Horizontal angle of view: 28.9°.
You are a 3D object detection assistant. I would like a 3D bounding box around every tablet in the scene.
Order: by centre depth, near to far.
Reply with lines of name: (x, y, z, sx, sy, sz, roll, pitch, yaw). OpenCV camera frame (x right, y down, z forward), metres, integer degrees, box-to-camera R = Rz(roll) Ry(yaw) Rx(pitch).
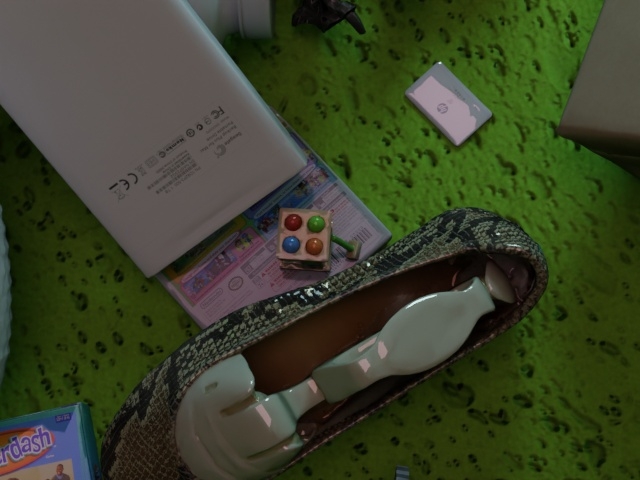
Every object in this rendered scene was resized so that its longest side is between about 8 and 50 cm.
tablet: (0.137, -0.146, 1.328, 0.054, 0.006, 0.083, -42, 80, -7)

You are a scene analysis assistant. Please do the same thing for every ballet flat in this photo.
ballet flat: (0.004, 0.118, 1.176, 0.483, 0.182, 0.164, -30, 102, -5)

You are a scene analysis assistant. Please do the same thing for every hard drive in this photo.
hard drive: (-0.185, -0.138, 1.200, 0.203, 0.040, 0.307, -35, 106, 12)

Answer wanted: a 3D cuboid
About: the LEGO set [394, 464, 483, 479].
LEGO set: (0.170, 0.347, 1.165, 0.331, 0.192, 0.255, 2, 107, 5)

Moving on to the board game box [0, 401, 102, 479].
board game box: (-0.291, 0.279, 1.224, 0.160, 0.047, 0.210, -12, 78, -1)

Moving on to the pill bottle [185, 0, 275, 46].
pill bottle: (-0.210, -0.268, 1.271, 0.323, 0.181, 0.181, 0, 78, 1)

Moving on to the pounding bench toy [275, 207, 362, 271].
pounding bench toy: (0.000, 0.000, 1.244, 0.083, 0.065, 0.052, 4, 79, 2)

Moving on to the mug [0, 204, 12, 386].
mug: (-0.470, 0.029, 1.185, 0.374, 0.276, 0.328, -9, 99, 30)

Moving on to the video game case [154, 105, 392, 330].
video game case: (-0.067, -0.004, 1.293, 0.212, 0.023, 0.193, -42, 81, -6)

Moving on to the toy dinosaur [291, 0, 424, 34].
toy dinosaur: (0.009, -0.333, 1.255, 0.164, 0.218, 0.322, -16, 35, 13)

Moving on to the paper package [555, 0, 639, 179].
paper package: (0.425, -0.200, 1.164, 0.309, 0.168, 0.325, 18, 86, 49)
